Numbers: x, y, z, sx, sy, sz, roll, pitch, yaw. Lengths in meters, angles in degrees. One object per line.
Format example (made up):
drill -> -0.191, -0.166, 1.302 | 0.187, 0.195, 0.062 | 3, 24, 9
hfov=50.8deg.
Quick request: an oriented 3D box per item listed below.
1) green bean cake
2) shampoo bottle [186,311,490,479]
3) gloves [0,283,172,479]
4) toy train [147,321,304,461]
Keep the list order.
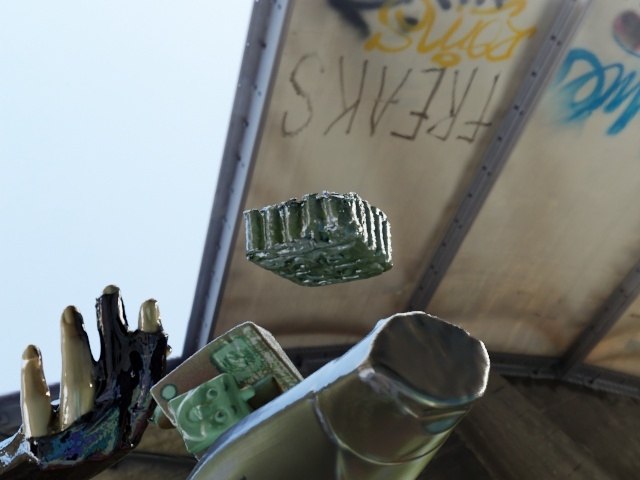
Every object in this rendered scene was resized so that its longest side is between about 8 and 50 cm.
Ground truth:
green bean cake -> 0.000, 0.000, 1.344 | 0.241, 0.255, 0.132 | -11, -111, 23
shampoo bottle -> -0.016, 0.169, 0.470 | 0.126, 0.350, 0.084 | 33, -141, -5
gloves -> -0.280, 0.195, 0.831 | 0.152, 0.300, 0.197 | 25, -170, 20
toy train -> -0.069, 0.215, 0.751 | 0.159, 0.326, 0.129 | -36, -120, -13
